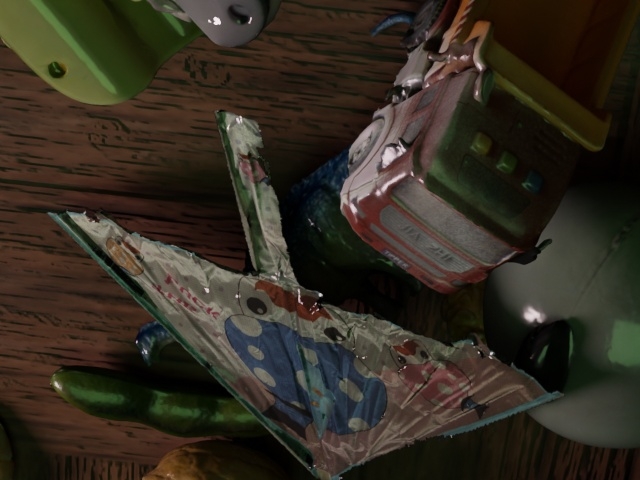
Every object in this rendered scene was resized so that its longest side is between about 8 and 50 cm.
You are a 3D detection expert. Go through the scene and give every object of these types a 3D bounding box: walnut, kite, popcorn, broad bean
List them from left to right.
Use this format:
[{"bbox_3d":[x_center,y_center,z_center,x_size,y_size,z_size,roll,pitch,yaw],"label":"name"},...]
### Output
[{"bbox_3d":[-0.093,0.124,1.167,0.227,0.039,0.069,2,142,2],"label":"broad bean"},{"bbox_3d":[-0.079,0.205,1.183,0.124,0.105,0.105,24,120,0],"label":"walnut"},{"bbox_3d":[-0.018,0.054,1.018,0.406,0.014,0.368,18,142,28],"label":"kite"},{"bbox_3d":[0.119,0.063,1.093,0.057,0.083,0.082,-17,96,20],"label":"popcorn"}]

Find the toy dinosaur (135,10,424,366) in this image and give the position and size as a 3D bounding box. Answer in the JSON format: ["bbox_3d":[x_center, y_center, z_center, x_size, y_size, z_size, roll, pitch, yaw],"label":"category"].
[{"bbox_3d":[0.007,0.009,1.072,0.147,0.076,0.363,38,123,-4],"label":"toy dinosaur"}]

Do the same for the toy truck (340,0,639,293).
[{"bbox_3d":[0.115,-0.106,0.900,0.114,0.270,0.135,34,149,-14],"label":"toy truck"}]

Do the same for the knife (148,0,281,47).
[{"bbox_3d":[-0.124,-0.208,0.835,0.073,0.040,0.265,-29,116,34],"label":"knife"}]

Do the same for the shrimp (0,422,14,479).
[{"bbox_3d":[-0.308,0.154,1.201,0.095,0.045,0.162,-30,112,20],"label":"shrimp"}]

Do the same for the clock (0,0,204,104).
[{"bbox_3d":[-0.090,-0.266,0.887,0.348,0.117,0.286,-29,116,23],"label":"clock"}]

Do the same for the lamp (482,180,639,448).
[{"bbox_3d":[0.216,0.022,0.996,0.198,0.198,0.244,38,90,-17],"label":"lamp"}]
